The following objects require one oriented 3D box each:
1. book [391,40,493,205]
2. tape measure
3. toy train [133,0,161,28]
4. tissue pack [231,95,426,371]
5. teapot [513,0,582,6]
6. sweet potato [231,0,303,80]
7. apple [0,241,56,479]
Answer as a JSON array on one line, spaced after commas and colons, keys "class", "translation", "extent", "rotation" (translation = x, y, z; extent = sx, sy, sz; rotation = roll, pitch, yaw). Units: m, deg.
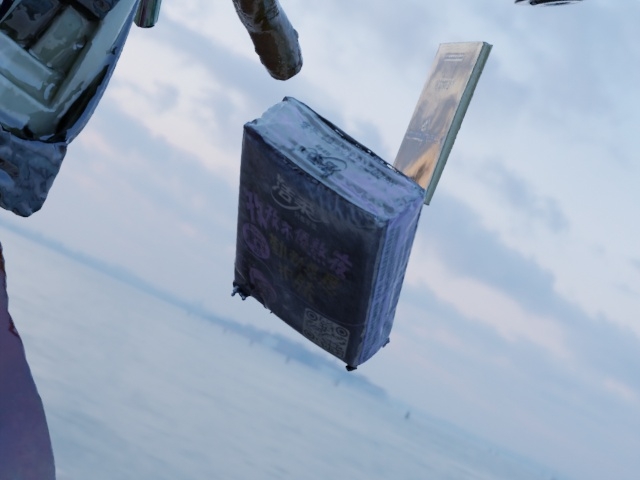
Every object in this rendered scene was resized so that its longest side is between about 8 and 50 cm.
[{"class": "book", "translation": [0.165, -0.173, 1.715], "extent": [0.018, 0.242, 0.170], "rotation": [20, 1, -19]}, {"class": "tape measure", "translation": [-0.176, -0.163, 0.673], "extent": [0.271, 0.231, 0.133], "rotation": [35, -3, 44]}, {"class": "toy train", "translation": [-0.247, -0.373, 1.664], "extent": [0.038, 0.148, 0.071], "rotation": [-17, 49, -38]}, {"class": "tissue pack", "translation": [0.000, 0.000, 1.669], "extent": [0.259, 0.122, 0.361], "rotation": [34, -36, 20]}, {"class": "teapot", "translation": [0.242, -0.296, 1.264], "extent": [0.092, 0.091, 0.124], "rotation": [-5, 6, -24]}, {"class": "sweet potato", "translation": [-0.075, -0.288, 1.327], "extent": [0.067, 0.059, 0.281], "rotation": [37, -16, 28]}, {"class": "apple", "translation": [-0.282, 0.121, 0.628], "extent": [0.328, 0.365, 0.295], "rotation": [-17, -36, 0]}]
